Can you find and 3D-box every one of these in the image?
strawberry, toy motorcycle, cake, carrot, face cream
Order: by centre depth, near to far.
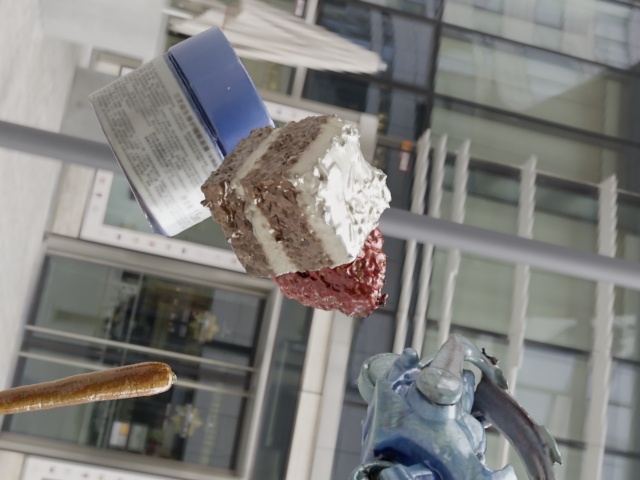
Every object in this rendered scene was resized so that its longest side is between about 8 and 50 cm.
[{"bbox_3d":[-0.022,-0.046,1.002,0.134,0.147,0.135,-54,129,-37],"label":"cake"},{"bbox_3d":[0.157,0.231,1.107,0.319,0.241,0.181,-79,158,-60],"label":"toy motorcycle"},{"bbox_3d":[-0.304,0.188,1.177,0.043,0.248,0.043,172,-90,-73],"label":"carrot"},{"bbox_3d":[-0.011,0.012,1.178,0.174,0.098,0.228,-31,-136,15],"label":"strawberry"},{"bbox_3d":[-0.193,-0.156,1.382,0.249,0.225,0.249,62,-5,10],"label":"face cream"}]
